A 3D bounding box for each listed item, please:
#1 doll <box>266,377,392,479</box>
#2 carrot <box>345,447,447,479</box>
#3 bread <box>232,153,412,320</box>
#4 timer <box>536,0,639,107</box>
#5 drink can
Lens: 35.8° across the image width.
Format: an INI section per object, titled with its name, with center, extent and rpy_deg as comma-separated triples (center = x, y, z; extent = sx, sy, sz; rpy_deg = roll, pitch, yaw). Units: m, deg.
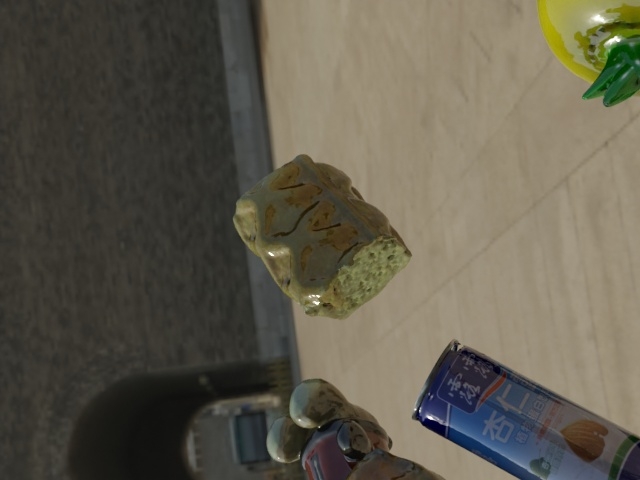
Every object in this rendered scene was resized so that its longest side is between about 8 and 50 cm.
[doll]
center = 0.042, 0.353, 1.339
extent = 0.235, 0.174, 0.330
rpy_deg = -53, 40, 37
[carrot]
center = 0.127, 0.405, 1.039
extent = 0.340, 0.241, 0.241
rpy_deg = 47, 174, 0
[bread]
center = 0.005, -0.004, 1.644
extent = 0.252, 0.196, 0.238
rpy_deg = 42, -163, 29
[timer]
center = 0.370, -0.257, 1.136
extent = 0.285, 0.285, 0.285
rpy_deg = 173, 90, -85
[drink can]
center = 0.212, 0.189, 0.956
extent = 0.097, 0.235, 0.097
rpy_deg = -54, -17, -26
